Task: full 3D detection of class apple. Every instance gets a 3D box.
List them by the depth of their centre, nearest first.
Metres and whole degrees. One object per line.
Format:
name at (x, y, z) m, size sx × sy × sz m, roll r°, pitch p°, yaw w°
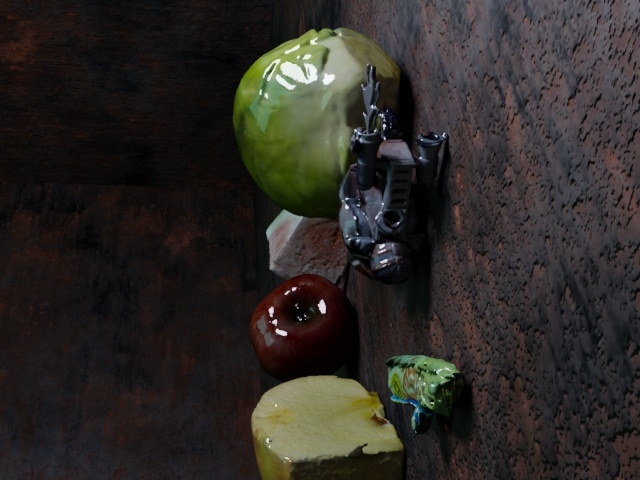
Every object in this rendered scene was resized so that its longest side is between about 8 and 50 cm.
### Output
apple at (0.025, 0.369, 1.458) m, size 0.252 × 0.314 × 0.309 m, roll -45°, pitch 18°, yaw -2°
apple at (-0.035, 0.192, 1.742) m, size 0.234 × 0.234 × 0.233 m, roll -178°, pitch 90°, yaw -81°

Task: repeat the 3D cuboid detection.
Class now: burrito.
burrito at (0.136, 0.209, 1.162) m, size 0.288 × 0.054 × 0.104 m, roll 142°, pitch 129°, yaw -78°

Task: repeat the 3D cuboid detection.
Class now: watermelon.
watermelon at (0.000, 0.000, 1.875) m, size 0.310 × 0.193 × 0.231 m, roll -13°, pitch 56°, yaw 68°

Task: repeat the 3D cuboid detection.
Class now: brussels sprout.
brussels sprout at (0.005, -0.202, 1.453) m, size 0.344 × 0.268 × 0.344 m, roll 17°, pitch 118°, yaw 34°

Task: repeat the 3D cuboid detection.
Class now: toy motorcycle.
toy motorcycle at (0.095, -0.080, 1.226) m, size 0.207 × 0.134 × 0.400 m, roll -99°, pitch 13°, yaw -48°
